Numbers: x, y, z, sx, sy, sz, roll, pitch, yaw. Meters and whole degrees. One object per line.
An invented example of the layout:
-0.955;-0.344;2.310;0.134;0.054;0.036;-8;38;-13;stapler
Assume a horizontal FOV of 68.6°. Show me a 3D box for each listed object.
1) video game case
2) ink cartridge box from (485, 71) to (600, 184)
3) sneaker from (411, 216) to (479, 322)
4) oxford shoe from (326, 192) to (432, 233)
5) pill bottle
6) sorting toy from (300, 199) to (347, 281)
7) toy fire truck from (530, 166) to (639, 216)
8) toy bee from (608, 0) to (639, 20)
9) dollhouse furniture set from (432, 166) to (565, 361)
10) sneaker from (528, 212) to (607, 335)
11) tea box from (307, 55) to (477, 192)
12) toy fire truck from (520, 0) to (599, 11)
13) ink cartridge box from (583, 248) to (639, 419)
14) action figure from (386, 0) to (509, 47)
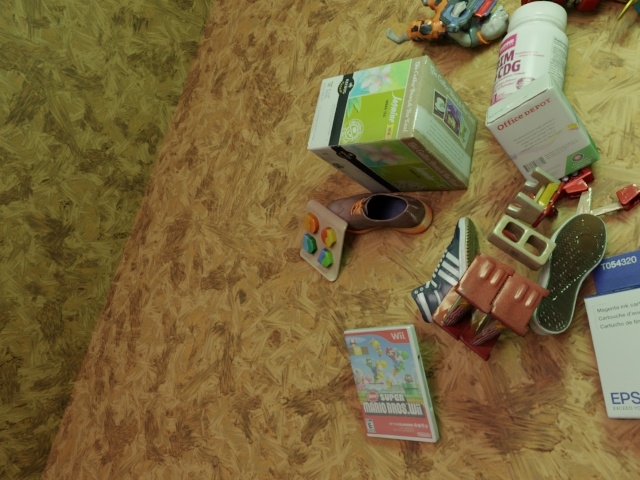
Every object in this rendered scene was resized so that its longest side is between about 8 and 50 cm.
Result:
0.174;0.361;1.190;0.204;0.025;0.284;-14;88;39;video game case
0.500;-0.244;1.064;0.154;0.212;0.093;-30;26;37;ink cartridge box
0.319;0.081;1.198;0.153;0.099;0.281;-6;74;37;sneaker
0.140;-0.097;1.387;0.364;0.133;0.129;1;76;40;oxford shoe
0.524;-0.429;1.171;0.161;0.160;0.282;4;76;41;pill bottle
0.000;0.000;1.482;0.193;0.038;0.208;39;128;41;sorting toy
0.596;-0.095;1.065;0.192;0.047;0.135;-35;55;25;toy fire truck
0.762;-0.583;1.030;0.298;0.162;0.195;17;84;42;toy bee
0.419;0.051;1.026;0.152;0.201;0.374;35;68;14;dollhouse furniture set
0.522;0.074;1.027;0.106;0.123;0.290;28;77;16;sneaker
0.204;-0.289;1.273;0.324;0.329;0.219;1;75;41;tea box
0.597;-0.717;1.144;0.170;0.302;0.253;3;67;9;toy fire truck
0.659;0.149;0.844;0.324;0.072;0.329;-30;55;52;ink cartridge box
0.415;-0.671;1.394;0.330;0.178;0.341;29;66;36;action figure
